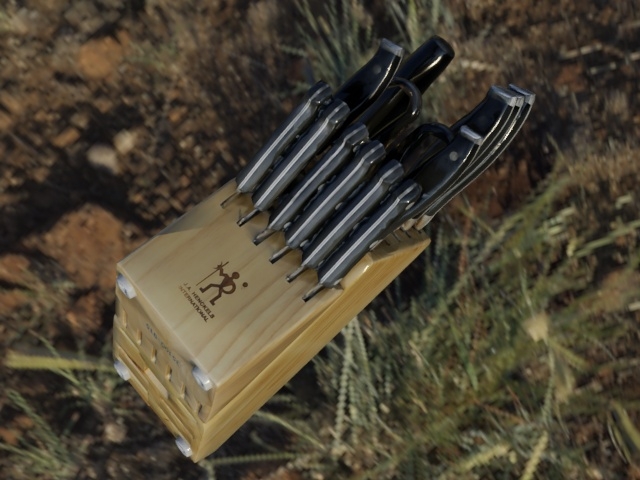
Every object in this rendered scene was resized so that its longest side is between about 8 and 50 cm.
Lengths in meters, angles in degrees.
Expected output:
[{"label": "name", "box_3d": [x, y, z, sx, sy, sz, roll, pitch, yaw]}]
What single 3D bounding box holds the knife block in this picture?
[{"label": "knife block", "box_3d": [0.000, 0.000, 0.815, 0.242, 0.276, 0.088, -36, 78, -20]}]
